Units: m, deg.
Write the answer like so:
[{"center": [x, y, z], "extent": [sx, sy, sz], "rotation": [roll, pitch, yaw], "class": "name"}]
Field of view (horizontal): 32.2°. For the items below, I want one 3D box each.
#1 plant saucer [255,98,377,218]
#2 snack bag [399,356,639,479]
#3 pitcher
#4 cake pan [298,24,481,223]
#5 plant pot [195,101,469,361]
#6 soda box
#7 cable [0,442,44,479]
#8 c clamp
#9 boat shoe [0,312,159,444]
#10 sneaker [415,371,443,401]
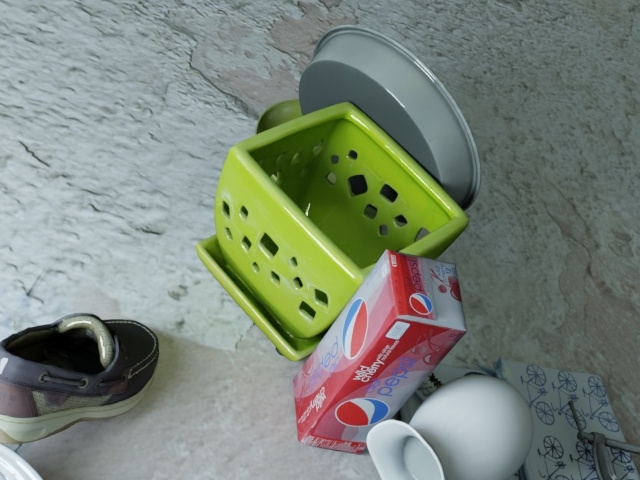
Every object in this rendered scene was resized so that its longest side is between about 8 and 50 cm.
[{"center": [0.013, -0.106, 1.581], "extent": [0.240, 0.037, 0.241], "rotation": [17, 43, -16], "class": "plant saucer"}, {"center": [0.250, 0.276, 1.346], "extent": [0.342, 0.037, 0.323], "rotation": [11, 45, -22], "class": "snack bag"}, {"center": [0.150, 0.249, 1.217], "extent": [0.207, 0.125, 0.178], "rotation": [-18, 104, -50], "class": "pitcher"}, {"center": [0.078, -0.137, 1.429], "extent": [0.054, 0.293, 0.293], "rotation": [-40, 75, -24], "class": "cake pan"}, {"center": [0.000, 0.000, 1.334], "extent": [0.227, 0.207, 0.228], "rotation": [47, 42, 16], "class": "plant pot"}, {"center": [0.056, 0.126, 1.194], "extent": [0.083, 0.263, 0.092], "rotation": [12, 48, -20], "class": "soda box"}, {"center": [-0.343, 0.272, 0.933], "extent": [0.257, 0.089, 0.257], "rotation": [37, 40, 5], "class": "cable"}, {"center": [0.391, 0.275, 1.394], "extent": [0.160, 0.022, 0.137], "rotation": [21, 40, -17], "class": "c clamp"}, {"center": [-0.237, 0.119, 1.101], "extent": [0.102, 0.092, 0.285], "rotation": [37, 20, 17], "class": "boat shoe"}, {"center": [0.130, 0.172, 1.335], "extent": [0.083, 0.037, 0.032], "rotation": [26, 41, -1], "class": "sneaker"}]
